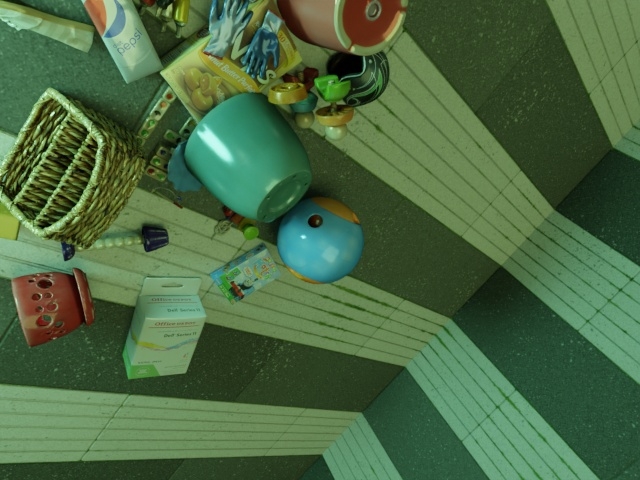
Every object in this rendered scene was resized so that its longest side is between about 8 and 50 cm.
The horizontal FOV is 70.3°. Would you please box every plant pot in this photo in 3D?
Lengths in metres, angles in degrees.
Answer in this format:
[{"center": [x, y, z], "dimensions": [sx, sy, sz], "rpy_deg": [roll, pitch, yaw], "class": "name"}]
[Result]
[{"center": [-0.724, 0.175, 1.246], "dimensions": [0.174, 0.191, 0.191], "rpy_deg": [-13, 132, -32], "class": "plant pot"}, {"center": [-0.767, -0.060, 1.097], "dimensions": [0.081, 0.081, 0.083], "rpy_deg": [17, 106, -41], "class": "plant pot"}, {"center": [-0.165, -0.192, 1.189], "dimensions": [0.293, 0.235, 0.293], "rpy_deg": [-38, 163, -14], "class": "plant pot"}, {"center": [0.063, -0.576, 1.087], "dimensions": [0.274, 0.243, 0.275], "rpy_deg": [-19, 134, -21], "class": "plant pot"}]

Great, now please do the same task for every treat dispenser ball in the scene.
[{"center": [0.000, 0.000, 1.502], "dimensions": [0.288, 0.288, 0.288], "rpy_deg": [-18, 134, -20], "class": "treat dispenser ball"}]

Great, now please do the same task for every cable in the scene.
[{"center": [-0.305, -0.593, 0.961], "dimensions": [0.139, 0.072, 0.287], "rpy_deg": [29, 105, -8], "class": "cable"}]

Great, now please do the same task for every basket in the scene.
[{"center": [-0.579, -0.148, 1.047], "dimensions": [0.299, 0.213, 0.223], "rpy_deg": [-49, 137, 12], "class": "basket"}]

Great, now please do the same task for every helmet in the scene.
[{"center": [0.115, -0.469, 1.274], "dimensions": [0.161, 0.169, 0.169], "rpy_deg": [-30, 139, 15], "class": "helmet"}]

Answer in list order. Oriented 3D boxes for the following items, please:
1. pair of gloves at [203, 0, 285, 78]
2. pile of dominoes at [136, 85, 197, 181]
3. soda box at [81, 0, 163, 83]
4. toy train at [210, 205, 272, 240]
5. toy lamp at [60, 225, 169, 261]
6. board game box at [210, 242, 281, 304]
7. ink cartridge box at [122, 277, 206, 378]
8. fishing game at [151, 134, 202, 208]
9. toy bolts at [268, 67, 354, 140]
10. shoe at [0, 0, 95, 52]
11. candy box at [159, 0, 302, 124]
[{"center": [-0.170, -0.471, 1.052], "dimensions": [0.198, 0.023, 0.159], "rpy_deg": [13, 115, -37], "class": "pair of gloves"}, {"center": [-0.372, -0.268, 1.210], "dimensions": [0.196, 0.040, 0.251], "rpy_deg": [27, 109, -44], "class": "pile of dominoes"}, {"center": [-0.436, -0.485, 0.941], "dimensions": [0.091, 0.098, 0.286], "rpy_deg": [-27, 137, -11], "class": "soda box"}, {"center": [-0.239, -0.049, 1.407], "dimensions": [0.248, 0.143, 0.105], "rpy_deg": [-48, 136, 11], "class": "toy train"}, {"center": [-0.572, 0.007, 1.283], "dimensions": [0.274, 0.080, 0.080], "rpy_deg": [-10, 130, -26], "class": "toy lamp"}, {"center": [-0.259, 0.121, 1.615], "dimensions": [0.211, 0.039, 0.160], "rpy_deg": [-32, 136, -8], "class": "board game box"}, {"center": [-0.519, 0.295, 1.531], "dimensions": [0.207, 0.119, 0.354], "rpy_deg": [4, 123, -35], "class": "ink cartridge box"}, {"center": [-0.343, -0.214, 1.238], "dimensions": [0.264, 0.041, 0.189], "rpy_deg": [-50, 156, -1], "class": "fishing game"}, {"center": [-0.042, -0.352, 1.219], "dimensions": [0.218, 0.228, 0.159], "rpy_deg": [-17, 125, -17], "class": "toy bolts"}, {"center": [-0.571, -0.435, 0.908], "dimensions": [0.219, 0.076, 0.058], "rpy_deg": [4, 118, -38], "class": "shoe"}, {"center": [-0.221, -0.439, 1.121], "dimensions": [0.316, 0.087, 0.183], "rpy_deg": [-37, 137, -3], "class": "candy box"}]
